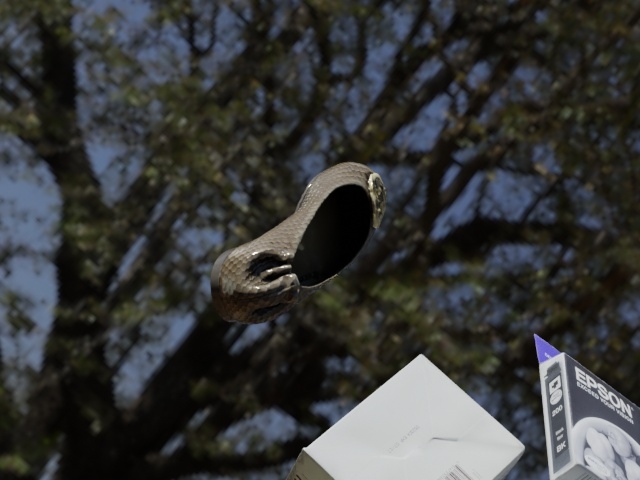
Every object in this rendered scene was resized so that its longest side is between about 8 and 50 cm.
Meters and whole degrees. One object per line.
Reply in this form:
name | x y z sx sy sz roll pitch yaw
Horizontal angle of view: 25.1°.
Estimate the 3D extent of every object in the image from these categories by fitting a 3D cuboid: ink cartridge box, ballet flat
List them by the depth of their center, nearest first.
ballet flat | 0.000 0.000 1.119 0.058 0.250 0.084 -6 -75 31
ink cartridge box | 0.296 0.201 1.398 0.206 0.208 0.045 36 -59 -22

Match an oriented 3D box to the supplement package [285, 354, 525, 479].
supplement package | 0.064 0.264 1.451 0.149 0.194 0.203 42 -42 16
